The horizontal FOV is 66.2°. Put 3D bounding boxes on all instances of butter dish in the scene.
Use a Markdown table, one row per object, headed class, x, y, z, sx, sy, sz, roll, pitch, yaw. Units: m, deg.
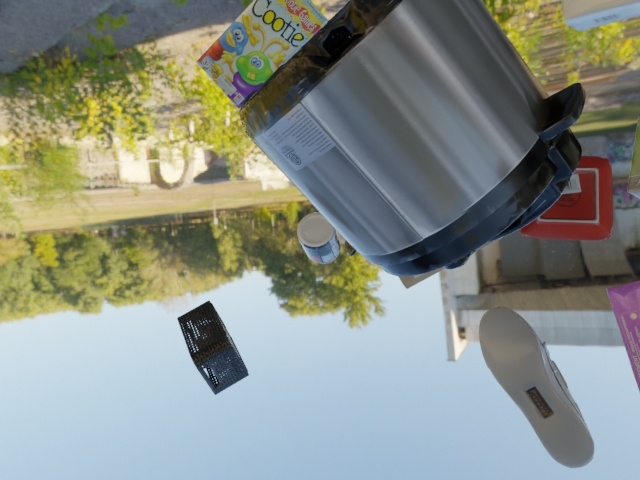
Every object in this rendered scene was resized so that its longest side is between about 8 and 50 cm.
| class | x | y | z | sx | sy | sz | roll | pitch | yaw |
| --- | --- | --- | --- | --- | --- | --- | --- | --- | --- |
| butter dish | 0.459 | -0.072 | 0.941 | 0.160 | 0.159 | 0.118 | 2 | 171 | 15 |

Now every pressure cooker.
| class | x | y | z | sx | sy | sz | roll | pitch | yaw |
| --- | --- | --- | --- | --- | --- | --- | --- | --- | --- |
| pressure cooker | 0.135 | -0.151 | 0.739 | 0.375 | 0.420 | 0.370 | -43 | -165 | 3 |

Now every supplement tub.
| class | x | y | z | sx | sy | sz | roll | pitch | yaw |
| --- | --- | --- | --- | --- | --- | --- | --- | --- | --- |
| supplement tub | 0.000 | 0.000 | 1.509 | 0.117 | 0.116 | 0.190 | -4 | 160 | 7 |

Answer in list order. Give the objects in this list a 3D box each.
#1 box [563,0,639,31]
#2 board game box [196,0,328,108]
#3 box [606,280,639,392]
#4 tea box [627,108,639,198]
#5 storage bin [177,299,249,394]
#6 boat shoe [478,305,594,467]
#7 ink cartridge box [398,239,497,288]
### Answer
| class | x | y | z | sx | sy | sz | roll | pitch | yaw |
| --- | --- | --- | --- | --- | --- | --- | --- | --- | --- |
| box | 0.865 | -0.847 | 1.477 | 0.215 | 0.345 | 0.168 | 2 | -171 | 43 |
| board game box | -0.125 | -0.452 | 1.132 | 0.275 | 0.144 | 0.142 | -41 | -172 | 15 |
| box | 0.562 | 0.175 | 0.785 | 0.293 | 0.200 | 0.057 | 11 | 154 | -42 |
| tea box | 0.932 | -0.237 | 1.101 | 0.220 | 0.323 | 0.329 | 23 | 167 | -22 |
| storage bin | -0.237 | 0.231 | 1.078 | 0.084 | 0.122 | 0.180 | -29 | -146 | -13 |
| boat shoe | 0.501 | 0.321 | 1.132 | 0.136 | 0.367 | 0.156 | -38 | 154 | 18 |
| ink cartridge box | 0.234 | -0.039 | 1.026 | 0.235 | 0.193 | 0.088 | -34 | 176 | 23 |
